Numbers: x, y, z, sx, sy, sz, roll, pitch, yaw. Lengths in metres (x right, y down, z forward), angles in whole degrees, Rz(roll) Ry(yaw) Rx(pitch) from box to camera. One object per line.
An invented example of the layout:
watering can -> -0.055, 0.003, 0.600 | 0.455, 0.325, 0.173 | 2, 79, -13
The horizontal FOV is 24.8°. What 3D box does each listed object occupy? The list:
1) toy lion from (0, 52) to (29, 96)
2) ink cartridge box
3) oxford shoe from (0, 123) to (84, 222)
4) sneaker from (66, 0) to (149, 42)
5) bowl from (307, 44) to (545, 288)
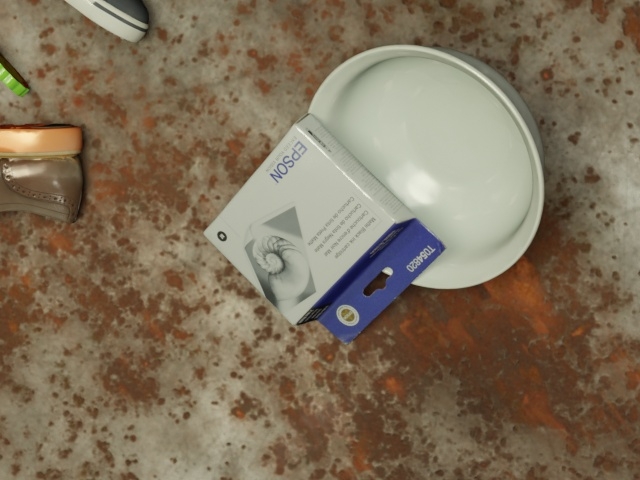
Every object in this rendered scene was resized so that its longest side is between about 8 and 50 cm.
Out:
toy lion -> -0.393, -0.218, 1.764 | 0.034, 0.096, 0.100 | -42, 49, 4
ink cartridge box -> 0.000, 0.000, 1.703 | 0.224, 0.045, 0.223 | 43, 129, 2
oxford shoe -> -0.466, -0.067, 1.749 | 0.364, 0.130, 0.132 | -2, 98, 4
sneaker -> -0.308, -0.376, 1.727 | 0.321, 0.126, 0.127 | 41, 99, 3
bowl -> 0.138, -0.104, 1.678 | 0.298, 0.134, 0.297 | 14, 122, 23
